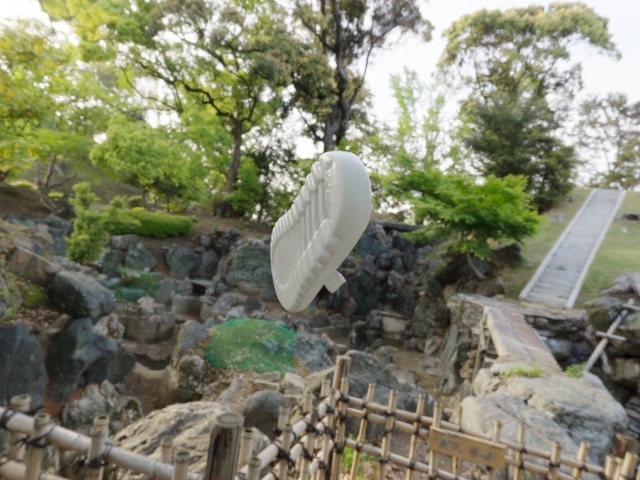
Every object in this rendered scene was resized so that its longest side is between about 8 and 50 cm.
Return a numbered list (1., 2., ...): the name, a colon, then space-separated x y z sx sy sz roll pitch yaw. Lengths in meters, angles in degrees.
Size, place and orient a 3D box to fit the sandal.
1. sandal: 0.002 0.015 0.635 0.102 0.169 0.416 -2 -18 -19
